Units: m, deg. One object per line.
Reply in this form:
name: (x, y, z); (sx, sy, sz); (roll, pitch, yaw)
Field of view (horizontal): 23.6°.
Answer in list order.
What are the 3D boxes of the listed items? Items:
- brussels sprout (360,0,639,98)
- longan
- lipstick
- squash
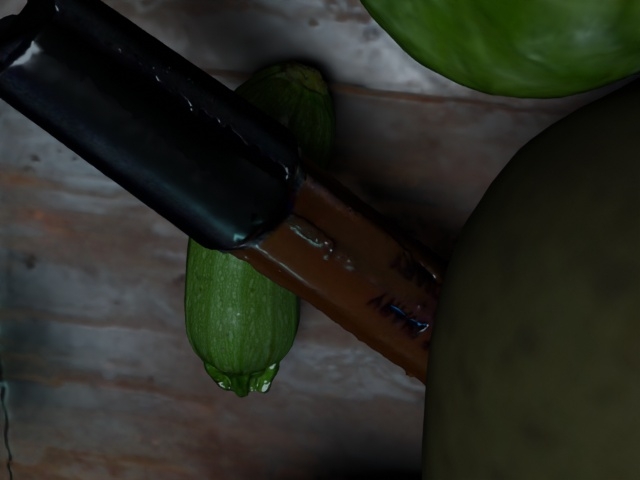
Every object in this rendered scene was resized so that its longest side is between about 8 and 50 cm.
brussels sprout: (0.116, -0.183, 0.709); (0.244, 0.244, 0.244); (5, 118, 11)
longan: (0.209, 0.092, 0.742); (0.361, 0.361, 0.361); (5, 118, 11)
lipstick: (0.000, 0.000, 0.834); (0.418, 0.077, 0.077); (35, 121, -29)
squash: (-0.039, -0.005, 0.907); (0.077, 0.068, 0.219); (8, 118, -1)
